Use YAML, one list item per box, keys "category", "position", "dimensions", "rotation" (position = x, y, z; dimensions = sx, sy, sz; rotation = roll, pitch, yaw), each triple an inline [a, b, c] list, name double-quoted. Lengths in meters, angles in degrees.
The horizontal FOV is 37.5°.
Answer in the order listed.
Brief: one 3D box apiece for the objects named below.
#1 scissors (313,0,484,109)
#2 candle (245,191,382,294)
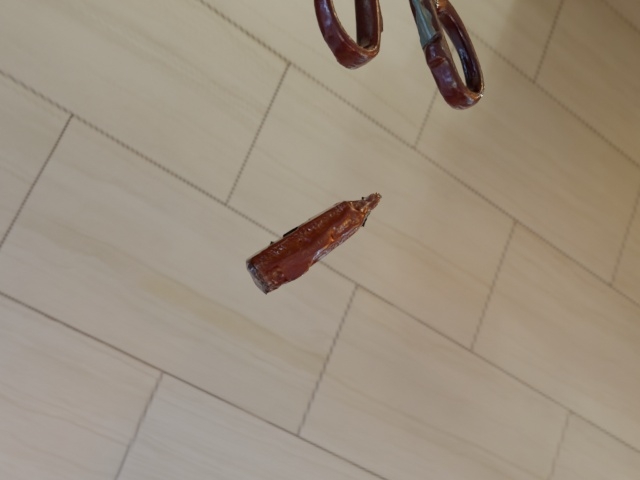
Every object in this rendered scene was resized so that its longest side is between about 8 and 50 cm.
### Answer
- category: "scissors"
  position: [0.034, -0.203, 0.572]
  dimensions: [0.144, 0.017, 0.248]
  rotation: [10, 63, -46]
- category: "candle"
  position: [0.000, 0.000, 0.931]
  dimensions: [0.162, 0.053, 0.048]
  rotation: [-33, 132, -18]
